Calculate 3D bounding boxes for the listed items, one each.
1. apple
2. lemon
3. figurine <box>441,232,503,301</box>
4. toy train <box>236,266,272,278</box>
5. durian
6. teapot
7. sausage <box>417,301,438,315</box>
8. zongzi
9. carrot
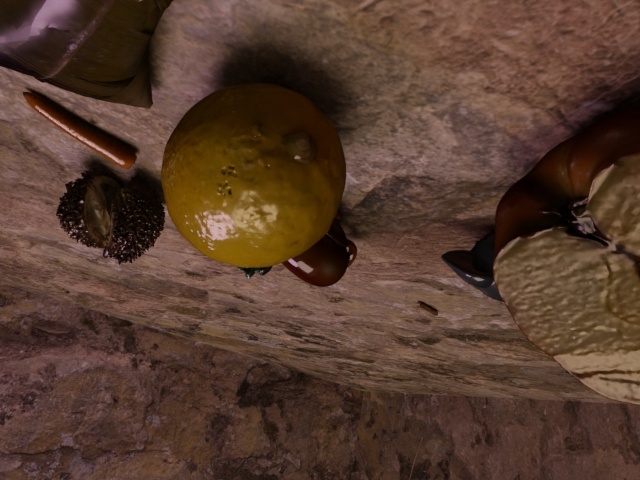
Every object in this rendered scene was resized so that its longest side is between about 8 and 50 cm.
[{"bbox_3d":[0.397,0.025,0.543,0.365,0.328,0.295,33,179,-7],"label":"apple"},{"bbox_3d":[-0.086,-0.078,0.603,0.236,0.235,0.263,26,136,-31],"label":"lemon"},{"bbox_3d":[0.370,0.074,0.803,0.193,0.265,0.140,-9,140,-46],"label":"figurine"},{"bbox_3d":[-0.170,-0.017,0.859,0.200,0.083,0.132,43,180,13],"label":"toy train"},{"bbox_3d":[-0.402,-0.037,0.905,0.196,0.167,0.196,8,122,14],"label":"durian"},{"bbox_3d":[0.000,0.000,0.869,0.135,0.178,0.252,-43,144,15],"label":"teapot"},{"bbox_3d":[0.297,0.189,1.300,0.100,0.015,0.015,30,150,-36],"label":"sausage"},{"bbox_3d":[-0.183,-0.225,0.470,0.274,0.145,0.300,-6,168,24],"label":"zongzi"},{"bbox_3d":[-0.387,-0.175,0.761,0.037,0.037,0.190,-12,146,43],"label":"carrot"}]
